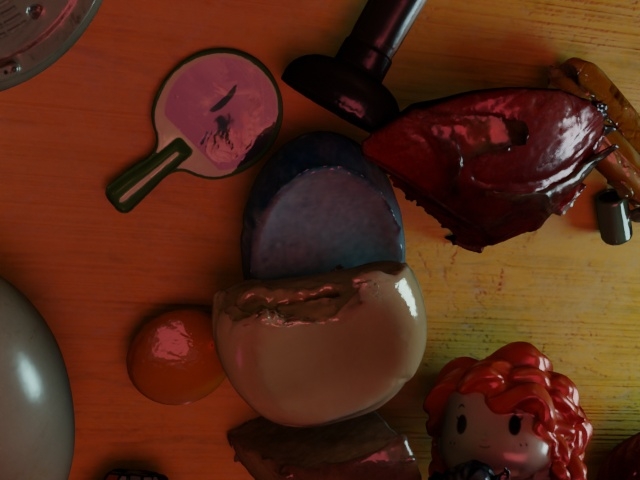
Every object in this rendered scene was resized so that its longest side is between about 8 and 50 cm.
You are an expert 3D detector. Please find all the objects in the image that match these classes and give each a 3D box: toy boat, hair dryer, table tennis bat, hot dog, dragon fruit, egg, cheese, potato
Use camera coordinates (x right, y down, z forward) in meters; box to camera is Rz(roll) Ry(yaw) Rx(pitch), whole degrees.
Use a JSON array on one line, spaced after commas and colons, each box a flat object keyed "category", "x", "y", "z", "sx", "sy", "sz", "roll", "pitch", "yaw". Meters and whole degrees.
[{"category": "toy boat", "x": 0.000, "y": 0.000, "z": 1.520, "sx": 0.215, "sy": 0.123, "sz": 0.330, "roll": -12, "pitch": 127, "yaw": -3}, {"category": "hair dryer", "x": 0.464, "y": -0.037, "z": 1.629, "sx": 0.150, "sy": 0.047, "sz": 0.071, "roll": -5, "pitch": 122, "yaw": 22}, {"category": "table tennis bat", "x": -0.160, "y": -0.127, "z": 1.442, "sx": 0.257, "sy": 0.039, "sz": 0.160, "roll": -40, "pitch": 116, "yaw": 0}, {"category": "hot dog", "x": 0.389, "y": -0.133, "z": 1.550, "sx": 0.269, "sy": 0.072, "sz": 0.109, "roll": 47, "pitch": 54, "yaw": -16}, {"category": "dragon fruit", "x": 0.230, "y": -0.083, "z": 1.430, "sx": 0.282, "sy": 0.100, "sz": 0.343, "roll": -31, "pitch": 146, "yaw": 18}, {"category": "egg", "x": -0.414, "y": 0.196, "z": 1.396, "sx": 0.230, "sy": 0.230, "sz": 0.371, "roll": -16, "pitch": 121, "yaw": -10}, {"category": "hair dryer", "x": 0.011, "y": -0.319, "z": 1.399, "sx": 0.284, "sy": 0.156, "sz": 0.320, "roll": 20, "pitch": 93, "yaw": -3}, {"category": "cheese", "x": 0.002, "y": 0.115, "z": 1.450, "sx": 0.266, "sy": 0.127, "sz": 0.233, "roll": -14, "pitch": 129, "yaw": -4}, {"category": "potato", "x": 0.023, "y": 0.334, "z": 1.576, "sx": 0.211, "sy": 0.264, "sz": 0.189, "roll": -25, "pitch": 108, "yaw": -12}]

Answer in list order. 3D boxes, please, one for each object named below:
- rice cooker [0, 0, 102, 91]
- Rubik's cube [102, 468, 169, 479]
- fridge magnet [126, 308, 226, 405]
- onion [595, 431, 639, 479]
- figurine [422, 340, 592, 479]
[{"category": "rice cooker", "x": -0.388, "y": -0.319, "z": 1.131, "sx": 0.335, "sy": 0.325, "sz": 0.335, "roll": -19, "pitch": 126, "yaw": -29}, {"category": "Rubik's cube", "x": -0.256, "y": 0.370, "z": 1.584, "sx": 0.133, "sy": 0.133, "sz": 0.112, "roll": -27, "pitch": 142, "yaw": -4}, {"category": "fridge magnet", "x": -0.186, "y": 0.153, "z": 1.539, "sx": 0.143, "sy": 0.063, "sz": 0.143, "roll": -7, "pitch": 116, "yaw": -14}, {"category": "onion", "x": 0.602, "y": 0.382, "z": 1.788, "sx": 0.348, "sy": 0.285, "sz": 0.347, "roll": 13, "pitch": 135, "yaw": 13}, {"category": "figurine", "x": 0.232, "y": 0.343, "z": 1.553, "sx": 0.241, "sy": 0.412, "sz": 0.306, "roll": -16, "pitch": 116, "yaw": 33}]
